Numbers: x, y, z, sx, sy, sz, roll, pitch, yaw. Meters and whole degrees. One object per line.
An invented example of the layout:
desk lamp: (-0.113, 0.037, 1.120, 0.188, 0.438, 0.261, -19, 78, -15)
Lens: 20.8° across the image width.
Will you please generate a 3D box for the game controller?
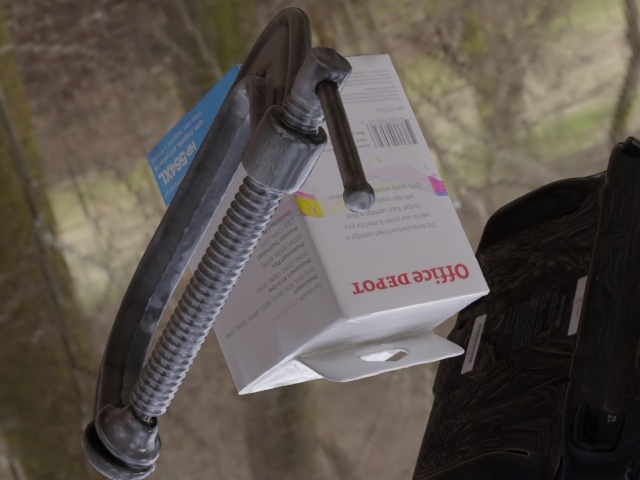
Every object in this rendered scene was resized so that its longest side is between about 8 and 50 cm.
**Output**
game controller: (0.141, 0.053, 0.986, 0.166, 0.067, 0.319, -32, -160, 32)

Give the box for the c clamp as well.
c clamp: (-0.032, 0.004, 0.470, 0.161, 0.022, 0.137, -59, -160, 32)

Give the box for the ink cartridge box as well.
ink cartridge box: (0.000, 0.000, 0.794, 0.092, 0.143, 0.090, -8, 160, -40)
